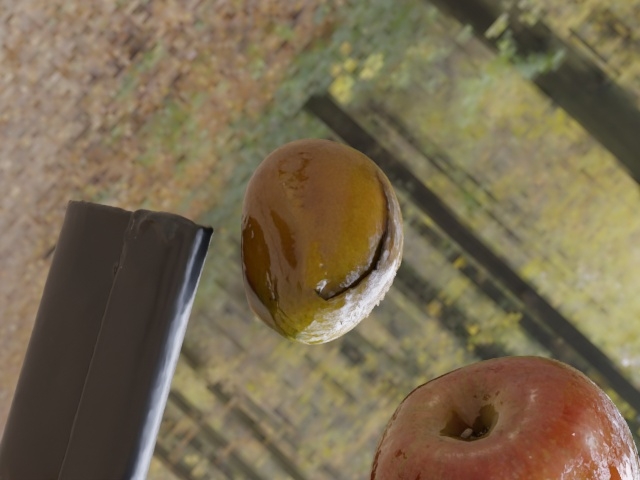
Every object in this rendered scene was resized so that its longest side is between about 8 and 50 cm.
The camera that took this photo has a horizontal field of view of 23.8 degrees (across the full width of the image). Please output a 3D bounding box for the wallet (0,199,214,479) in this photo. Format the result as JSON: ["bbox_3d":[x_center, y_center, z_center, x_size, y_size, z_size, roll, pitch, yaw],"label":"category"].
[{"bbox_3d":[-0.243,0.163,1.578,0.228,0.062,0.406,7,-99,47],"label":"wallet"}]

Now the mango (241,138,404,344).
[{"bbox_3d":[0.000,0.000,1.523,0.136,0.166,0.236,64,25,-49],"label":"mango"}]

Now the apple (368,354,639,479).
[{"bbox_3d":[0.121,0.172,0.980,0.199,0.199,0.199,-48,-179,1],"label":"apple"}]
